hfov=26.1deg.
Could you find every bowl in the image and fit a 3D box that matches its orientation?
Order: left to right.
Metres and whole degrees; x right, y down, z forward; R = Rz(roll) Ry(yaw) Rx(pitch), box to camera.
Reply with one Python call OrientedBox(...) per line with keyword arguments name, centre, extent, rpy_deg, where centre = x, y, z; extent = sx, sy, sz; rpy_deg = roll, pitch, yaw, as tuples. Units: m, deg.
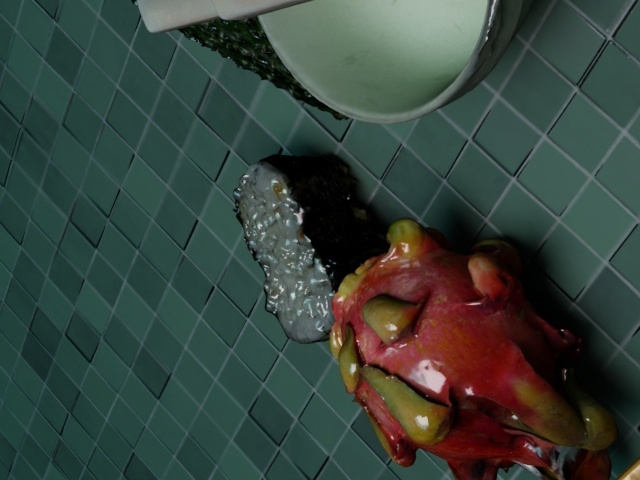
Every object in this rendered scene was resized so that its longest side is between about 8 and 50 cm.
OrientedBox(name="bowl", centre=(0.079, -0.274, 1.260), extent=(0.307, 0.163, 0.307), rpy_deg=(21, 124, 36))

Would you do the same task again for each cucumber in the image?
OrientedBox(name="cucumber", centre=(-0.094, -0.239, 1.490), extent=(0.359, 0.096, 0.096), rpy_deg=(30, 128, 31))

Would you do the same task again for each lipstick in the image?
OrientedBox(name="lipstick", centre=(-0.072, -0.241, 1.264), extent=(0.253, 0.079, 0.077), rpy_deg=(-5, 104, 50))

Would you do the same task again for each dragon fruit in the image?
OrientedBox(name="dragon fruit", centre=(0.155, 0.128, 1.367), extent=(0.307, 0.243, 0.227), rpy_deg=(28, 116, -17))

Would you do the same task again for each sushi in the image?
OrientedBox(name="sushi", centre=(0.000, 0.000, 1.490), extent=(0.147, 0.115, 0.212), rpy_deg=(-39, 69, 50))

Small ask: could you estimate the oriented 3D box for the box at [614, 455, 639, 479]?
OrientedBox(name="box", centre=(0.403, 0.279, 1.237), extent=(0.174, 0.076, 0.274), rpy_deg=(-46, 74, 11))
